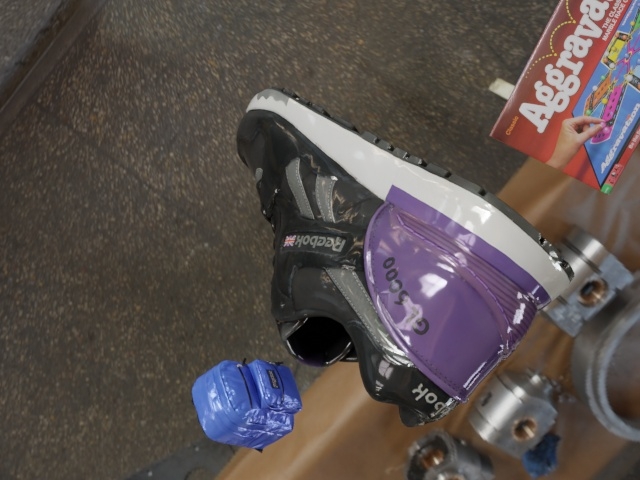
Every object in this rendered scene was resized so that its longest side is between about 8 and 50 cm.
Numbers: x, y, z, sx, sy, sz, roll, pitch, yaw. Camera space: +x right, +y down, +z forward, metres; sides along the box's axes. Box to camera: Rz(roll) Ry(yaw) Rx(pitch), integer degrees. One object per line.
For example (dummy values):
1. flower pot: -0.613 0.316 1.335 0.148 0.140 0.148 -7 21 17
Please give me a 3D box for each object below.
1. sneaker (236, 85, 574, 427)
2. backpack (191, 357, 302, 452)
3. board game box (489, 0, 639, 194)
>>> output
1. sneaker: 0.000 0.000 0.485 0.107 0.283 0.124 39 88 -36
2. backpack: -0.091 0.190 1.008 0.101 0.098 0.120 -42 144 21
3. board game box: 0.310 -0.206 0.880 0.145 0.027 0.281 27 103 7
